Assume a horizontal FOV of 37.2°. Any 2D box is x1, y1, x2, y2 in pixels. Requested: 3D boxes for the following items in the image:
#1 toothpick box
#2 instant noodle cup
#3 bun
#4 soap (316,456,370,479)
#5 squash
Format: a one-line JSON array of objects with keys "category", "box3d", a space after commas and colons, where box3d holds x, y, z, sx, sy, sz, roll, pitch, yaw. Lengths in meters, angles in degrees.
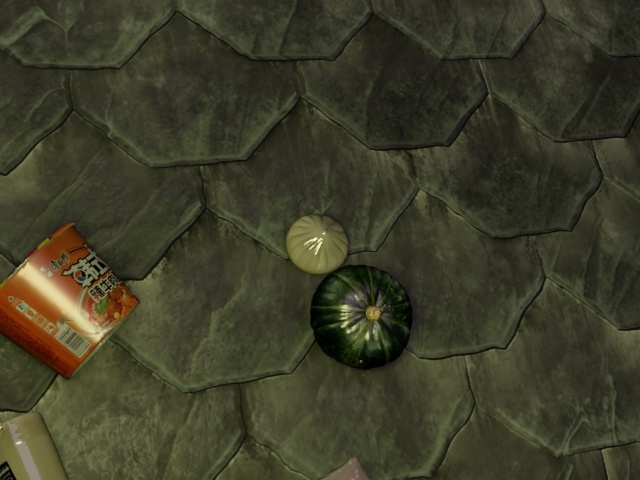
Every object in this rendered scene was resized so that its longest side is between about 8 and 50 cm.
[{"category": "toothpick box", "box3d": [-0.503, 0.399, 1.649, 0.111, 0.111, 0.181, -21, 74, -25]}, {"category": "instant noodle cup", "box3d": [-0.466, 0.120, 1.734, 0.192, 0.250, 0.250, 43, 60, -3]}, {"category": "bun", "box3d": [0.000, 0.000, 2.015, 0.138, 0.094, 0.138, 8, 63, -17]}, {"category": "soap", "box3d": [0.016, 0.588, 1.720, 0.285, 0.107, 0.296, -23, 72, -26]}, {"category": "squash", "box3d": [0.082, 0.155, 1.916, 0.218, 0.172, 0.218, 8, 66, -20]}]
